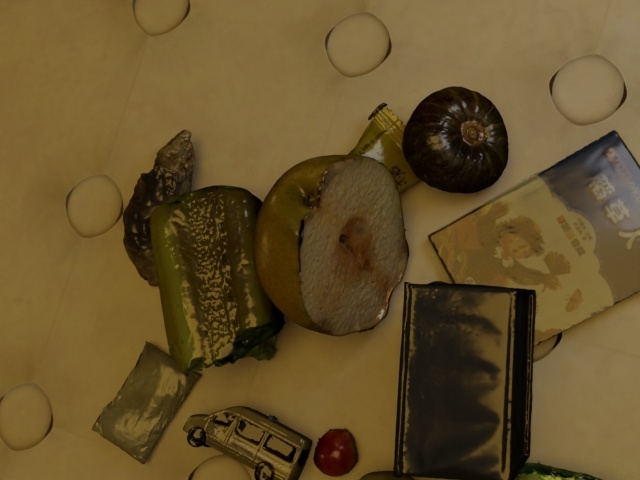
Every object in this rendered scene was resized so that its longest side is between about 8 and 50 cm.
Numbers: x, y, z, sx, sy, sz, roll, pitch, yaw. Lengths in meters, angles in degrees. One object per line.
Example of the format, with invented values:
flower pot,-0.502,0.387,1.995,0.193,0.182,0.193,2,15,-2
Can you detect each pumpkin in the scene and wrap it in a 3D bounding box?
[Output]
pumpkin,0.264,-0.201,1.730,0.218,0.162,0.219,1,84,-15

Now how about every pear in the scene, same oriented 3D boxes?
pear,0.000,0.000,1.656,0.191,0.386,0.340,14,65,34

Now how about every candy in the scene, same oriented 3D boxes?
candy,0.082,-0.125,1.796,0.297,0.081,0.187,-43,92,6

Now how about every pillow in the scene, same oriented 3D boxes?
pillow,-0.375,0.346,1.853,0.148,0.050,0.230,32,89,11

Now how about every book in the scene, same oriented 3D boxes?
book,0.464,0.014,1.694,0.427,0.039,0.300,-30,73,9

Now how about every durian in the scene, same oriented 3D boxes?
durian,0.480,0.484,1.567,0.374,0.132,0.107,12,59,13

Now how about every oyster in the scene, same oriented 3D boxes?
oyster,-0.354,-0.078,1.892,0.166,0.110,0.342,30,101,24

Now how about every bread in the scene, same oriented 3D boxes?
bread,-0.205,0.074,1.771,0.251,0.208,0.377,-12,77,0

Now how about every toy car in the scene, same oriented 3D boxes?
toy car,-0.148,0.400,1.753,0.256,0.101,0.125,24,82,16

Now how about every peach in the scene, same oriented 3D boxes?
peach,0.027,0.424,1.722,0.098,0.061,0.098,-1,84,9

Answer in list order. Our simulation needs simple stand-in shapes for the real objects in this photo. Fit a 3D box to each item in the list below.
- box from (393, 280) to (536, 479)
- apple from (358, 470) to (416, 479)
box,0.267,0.248,1.567,0.204,0.251,0.346,1,87,21
apple,0.126,0.523,1.618,0.199,0.200,0.200,-3,79,14
